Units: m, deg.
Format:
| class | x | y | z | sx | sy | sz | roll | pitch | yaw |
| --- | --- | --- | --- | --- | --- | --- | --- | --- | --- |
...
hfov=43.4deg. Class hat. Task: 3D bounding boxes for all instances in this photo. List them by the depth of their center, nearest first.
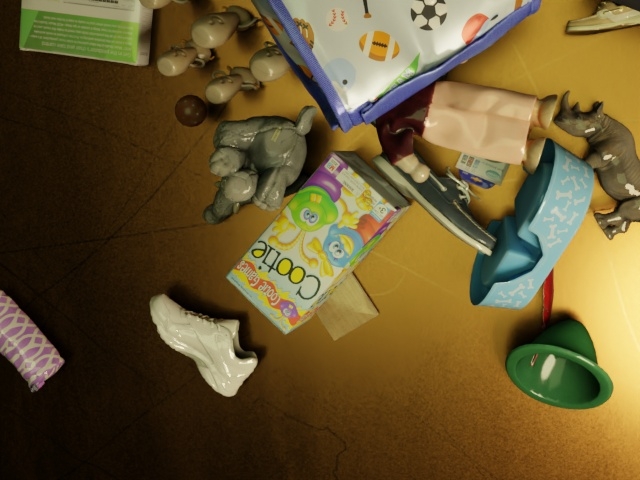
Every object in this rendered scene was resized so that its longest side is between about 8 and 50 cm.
| class | x | y | z | sx | sy | sz | roll | pitch | yaw |
| --- | --- | --- | --- | --- | --- | --- | --- | --- | --- |
| hat | 0.414 | 0.151 | 1.336 | 0.173 | 0.183 | 0.208 | 16 | 145 | 17 |

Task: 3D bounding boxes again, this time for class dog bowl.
| class | x | y | z | sx | sy | sz | roll | pitch | yaw |
| --- | --- | --- | --- | --- | --- | --- | --- | --- | --- |
| dog bowl | 0.321 | -0.014 | 1.234 | 0.074 | 0.166 | 0.297 | 19 | 128 | -3 |

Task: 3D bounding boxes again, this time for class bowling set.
| class | x | y | z | sx | sy | sz | roll | pitch | yaw |
| --- | --- | --- | --- | --- | --- | --- | --- | --- | --- |
| bowling set | -0.186 | -0.303 | 1.350 | 0.287 | 0.154 | 0.200 | 35 | 125 | 3 |

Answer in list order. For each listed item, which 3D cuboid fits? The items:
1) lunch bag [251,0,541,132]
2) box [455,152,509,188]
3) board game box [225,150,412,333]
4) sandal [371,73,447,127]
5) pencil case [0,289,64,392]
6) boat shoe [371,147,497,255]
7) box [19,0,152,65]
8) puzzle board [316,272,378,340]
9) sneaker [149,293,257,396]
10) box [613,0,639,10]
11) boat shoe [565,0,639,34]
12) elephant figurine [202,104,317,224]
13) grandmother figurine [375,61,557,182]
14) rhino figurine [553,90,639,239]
| class | x | y | z | sx | sy | sz | roll | pitch | yaw |
| --- | --- | --- | --- | --- | --- | --- | --- | --- | --- |
| lunch bag | 0.061 | -0.379 | 1.090 | 0.328 | 0.239 | 0.385 | -33 | 81 | 0 |
| box | 0.277 | -0.153 | 1.309 | 0.081 | 0.028 | 0.136 | 24 | 103 | 8 |
| board game box | 0.000 | 0.000 | 1.334 | 0.142 | 0.144 | 0.275 | 44 | 106 | 8 |
| sandal | 0.106 | -0.391 | 1.270 | 0.168 | 0.107 | 0.445 | -10 | 92 | 17 |
| pencil case | -0.585 | 0.192 | 1.551 | 0.206 | 0.086 | 0.088 | 51 | 130 | 2 |
| boat shoe | 0.193 | -0.076 | 1.292 | 0.079 | 0.095 | 0.254 | -47 | 61 | 2 |
| box | -0.400 | -0.478 | 1.394 | 0.232 | 0.058 | 0.321 | 10 | 101 | 11 |
| puzzle board | 0.030 | 0.101 | 1.424 | 0.096 | 0.011 | 0.128 | -33 | 91 | 18 |
| sneaker | -0.205 | 0.167 | 1.461 | 0.232 | 0.090 | 0.115 | 45 | 100 | -7 |
| box | 0.558 | -0.424 | 1.065 | 0.296 | 0.183 | 0.294 | 25 | 106 | 8 |
| boat shoe | 0.441 | -0.343 | 1.226 | 0.135 | 0.050 | 0.045 | -8 | 95 | 4 |
| elephant figurine | -0.108 | -0.119 | 1.349 | 0.186 | 0.239 | 0.169 | 4 | 82 | -3 |
| grandmother figurine | 0.160 | -0.189 | 1.190 | 0.343 | 0.104 | 0.207 | 17 | 80 | 11 |
| rhino figurine | 0.442 | -0.126 | 1.252 | 0.106 | 0.073 | 0.243 | -28 | 92 | 20 |
